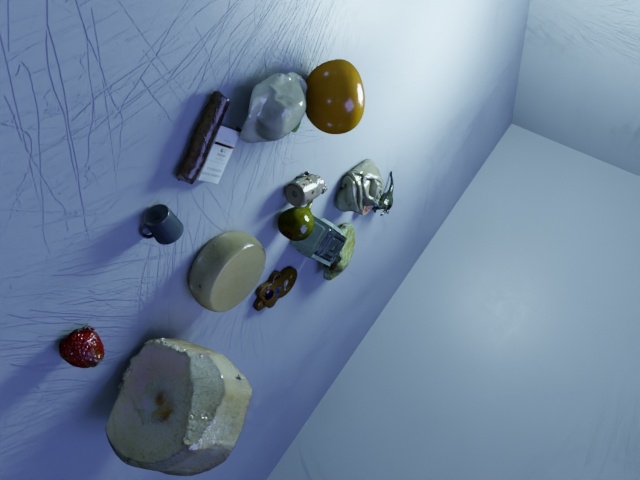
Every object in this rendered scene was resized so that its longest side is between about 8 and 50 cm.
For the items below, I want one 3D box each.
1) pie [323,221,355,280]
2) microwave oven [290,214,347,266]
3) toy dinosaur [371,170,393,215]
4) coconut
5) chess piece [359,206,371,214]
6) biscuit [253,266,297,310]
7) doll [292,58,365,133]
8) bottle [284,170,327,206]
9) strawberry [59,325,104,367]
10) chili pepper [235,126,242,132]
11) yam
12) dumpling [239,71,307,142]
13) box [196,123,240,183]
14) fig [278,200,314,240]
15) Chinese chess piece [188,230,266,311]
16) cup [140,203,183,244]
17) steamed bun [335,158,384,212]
[{"bbox_3d":[0.088,0.047,2.206,0.257,0.105,0.274,-57,158,-24],"label":"pie"},{"bbox_3d":[0.000,0.000,1.959,0.162,0.122,0.208,-57,156,1],"label":"microwave oven"},{"bbox_3d":[0.311,-0.206,2.312,0.179,0.087,0.187,-65,175,32],"label":"toy dinosaur"},{"bbox_3d":[-0.397,0.506,1.503,0.404,0.404,0.404,-43,151,-30],"label":"coconut"},{"bbox_3d":[0.197,-0.155,2.248,0.083,0.038,0.083,-43,153,-28],"label":"chess piece"},{"bbox_3d":[-0.171,0.186,1.967,0.236,0.039,0.180,-34,145,-45],"label":"biscuit"},{"bbox_3d":[0.012,-0.408,1.456,0.236,0.213,0.213,-11,146,0],"label":"doll"},{"bbox_3d":[-0.044,-0.180,1.703,0.152,0.099,0.099,-34,146,-43],"label":"bottle"},{"bbox_3d":[-0.582,0.268,1.224,0.106,0.106,0.106,-43,151,-30],"label":"strawberry"},{"bbox_3d":[-0.203,-0.287,1.363,0.022,0.027,0.083,-58,157,8],"label":"chili pepper"},{"bbox_3d":[-0.287,-0.248,1.220,0.241,0.057,0.057,-62,155,11],"label":"yam"},{"bbox_3d":[-0.119,-0.355,1.315,0.250,0.132,0.162,-44,155,-22],"label":"dumpling"},{"bbox_3d":[-0.272,-0.225,1.291,0.084,0.040,0.154,6,113,-61],"label":"box"},{"bbox_3d":[-0.064,-0.104,1.766,0.124,0.124,0.236,83,26,-54],"label":"fig"},{"bbox_3d":[-0.288,0.096,1.562,0.273,0.102,0.273,-44,154,-29],"label":"Chinese chess piece"},{"bbox_3d":[-0.403,-0.037,1.240,0.100,0.078,0.077,-23,144,-2],"label":"cup"},{"bbox_3d":[0.178,-0.202,2.028,0.218,0.144,0.211,-32,145,-43],"label":"steamed bun"}]
